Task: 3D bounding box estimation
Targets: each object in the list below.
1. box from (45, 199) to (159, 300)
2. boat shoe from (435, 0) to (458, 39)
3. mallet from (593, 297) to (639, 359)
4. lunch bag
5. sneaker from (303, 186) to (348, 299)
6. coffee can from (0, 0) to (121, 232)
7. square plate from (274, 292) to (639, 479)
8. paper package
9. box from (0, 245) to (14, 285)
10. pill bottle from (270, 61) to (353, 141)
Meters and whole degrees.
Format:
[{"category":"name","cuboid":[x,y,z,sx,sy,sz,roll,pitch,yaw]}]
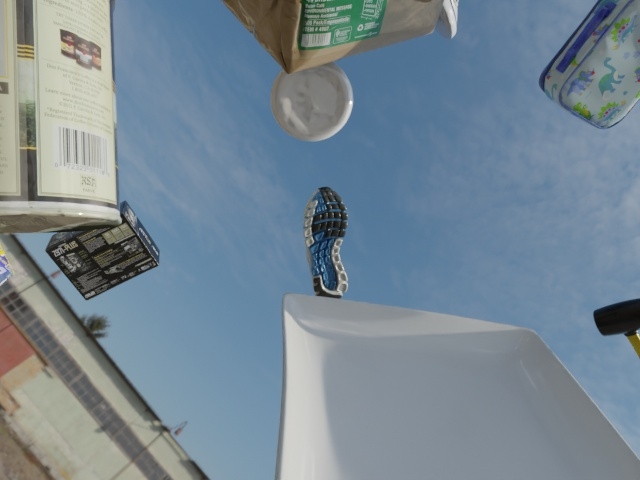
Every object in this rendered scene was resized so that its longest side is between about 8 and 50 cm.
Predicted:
[{"category":"box","cuboid":[-0.470,0.022,1.101,0.147,0.180,0.077,64,-2,-30]},{"category":"boat shoe","cuboid":[0.312,-0.615,1.243,0.095,0.084,0.258,49,0,31]},{"category":"mallet","cuboid":[0.426,0.157,0.633,0.062,0.039,0.189,-38,-93,39]},{"category":"lunch bag","cuboid":[0.518,-0.325,0.898,0.218,0.176,0.090,-59,-152,28]},{"category":"sneaker","cuboid":[0.000,0.000,0.806,0.083,0.072,0.190,-120,-153,-60]},{"category":"coffee can","cuboid":[-0.330,-0.152,0.550,0.202,0.202,0.275,-7,-95,52]},{"category":"square plate","cuboid":[0.125,0.174,0.509,0.345,0.347,0.049,10,-68,-7]},{"category":"paper package","cuboid":[0.017,-0.472,0.886,0.309,0.325,0.168,53,-26,32]},{"category":"box","cuboid":[-0.673,0.019,0.989,0.054,0.059,0.168,15,-47,12]},{"category":"pill bottle","cuboid":[-0.025,-0.308,1.072,0.162,0.162,0.278,62,5,-18]}]
